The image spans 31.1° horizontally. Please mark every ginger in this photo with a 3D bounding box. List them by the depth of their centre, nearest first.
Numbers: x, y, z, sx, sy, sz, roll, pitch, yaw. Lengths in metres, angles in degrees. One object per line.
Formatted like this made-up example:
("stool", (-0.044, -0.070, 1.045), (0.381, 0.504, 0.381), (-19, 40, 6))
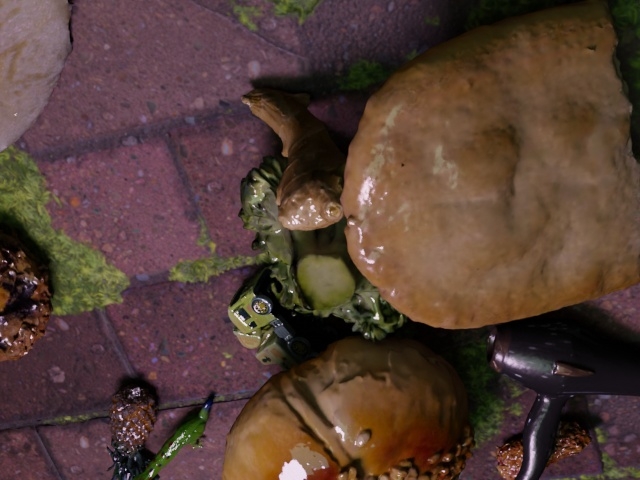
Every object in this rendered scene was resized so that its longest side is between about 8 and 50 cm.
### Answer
("ginger", (-0.032, -0.117, 1.576), (0.131, 0.294, 0.086), (-36, 137, 5))

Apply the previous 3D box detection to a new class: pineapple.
("pineapple", (-0.325, 0.342, 2.012), (0.103, 0.083, 0.221), (11, 122, 5))

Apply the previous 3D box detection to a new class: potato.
("potato", (-0.553, -0.346, 1.626), (0.296, 0.290, 0.397), (42, 166, 21))

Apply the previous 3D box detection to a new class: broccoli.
("broccoli", (0.017, 0.010, 1.613), (0.288, 0.245, 0.248), (11, 103, -5))

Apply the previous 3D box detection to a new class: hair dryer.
("hair dryer", (0.370, 0.298, 1.741), (0.304, 0.120, 0.359), (14, 101, -7))

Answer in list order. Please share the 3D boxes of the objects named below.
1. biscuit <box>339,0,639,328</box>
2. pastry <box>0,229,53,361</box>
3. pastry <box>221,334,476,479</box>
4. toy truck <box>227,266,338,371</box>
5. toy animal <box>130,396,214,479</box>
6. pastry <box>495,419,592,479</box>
("biscuit", (0.240, -0.081, 1.496), (0.446, 0.104, 0.429), (-13, 119, -16))
("pastry", (-0.575, 0.097, 1.872), (0.275, 0.193, 0.275), (8, 121, 13))
("pastry", (0.049, 0.325, 1.734), (0.410, 0.245, 0.409), (-20, 146, -14))
("toy truck", (-0.067, 0.144, 1.829), (0.116, 0.085, 0.191), (-31, 110, 33))
("toy animal", (-0.246, 0.358, 1.992), (0.217, 0.075, 0.041), (-48, 63, 6))
("pastry", (0.348, 0.329, 1.827), (0.169, 0.087, 0.063), (-34, 93, 28))
